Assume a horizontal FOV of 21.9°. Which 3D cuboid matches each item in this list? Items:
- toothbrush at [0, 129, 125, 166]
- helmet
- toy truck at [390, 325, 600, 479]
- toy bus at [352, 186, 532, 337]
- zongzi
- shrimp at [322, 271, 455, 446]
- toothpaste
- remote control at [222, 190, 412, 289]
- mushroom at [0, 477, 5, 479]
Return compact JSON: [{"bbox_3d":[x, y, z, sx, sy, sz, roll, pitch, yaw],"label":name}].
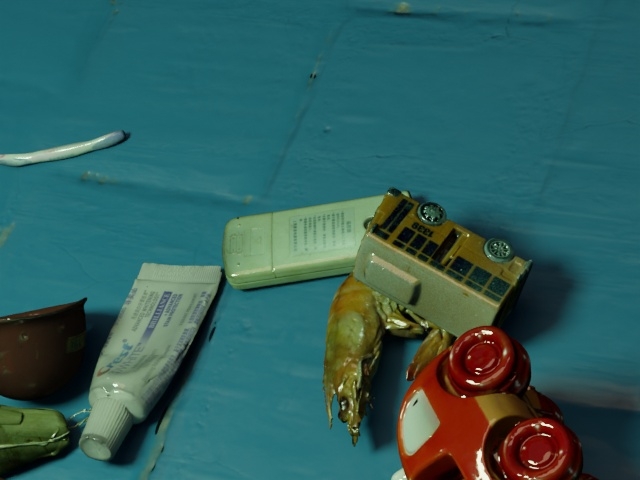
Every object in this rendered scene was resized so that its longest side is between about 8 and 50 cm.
[{"bbox_3d":[-0.383,-0.110,2.167,0.269,0.021,0.027,-11,64,10],"label":"toothbrush"},{"bbox_3d":[-0.335,0.130,1.891,0.155,0.175,0.106,-12,87,5],"label":"helmet"},{"bbox_3d":[0.145,0.243,1.625,0.239,0.189,0.265,-31,50,5],"label":"toy truck"},{"bbox_3d":[0.125,0.032,1.807,0.182,0.091,0.103,30,51,13],"label":"toy bus"},{"bbox_3d":[-0.338,0.190,1.855,0.154,0.130,0.062,-21,21,1],"label":"zongzi"},{"bbox_3d":[0.069,0.119,1.820,0.150,0.068,0.249,9,52,18],"label":"shrimp"},{"bbox_3d":[-0.204,0.132,1.904,0.099,0.068,0.282,22,52,0],"label":"toothpaste"},{"bbox_3d":[0.000,0.000,1.947,0.233,0.038,0.098,-10,52,10],"label":"remote control"},{"bbox_3d":[-0.394,0.380,1.680,0.263,0.195,0.283,0,48,-29],"label":"mushroom"}]
